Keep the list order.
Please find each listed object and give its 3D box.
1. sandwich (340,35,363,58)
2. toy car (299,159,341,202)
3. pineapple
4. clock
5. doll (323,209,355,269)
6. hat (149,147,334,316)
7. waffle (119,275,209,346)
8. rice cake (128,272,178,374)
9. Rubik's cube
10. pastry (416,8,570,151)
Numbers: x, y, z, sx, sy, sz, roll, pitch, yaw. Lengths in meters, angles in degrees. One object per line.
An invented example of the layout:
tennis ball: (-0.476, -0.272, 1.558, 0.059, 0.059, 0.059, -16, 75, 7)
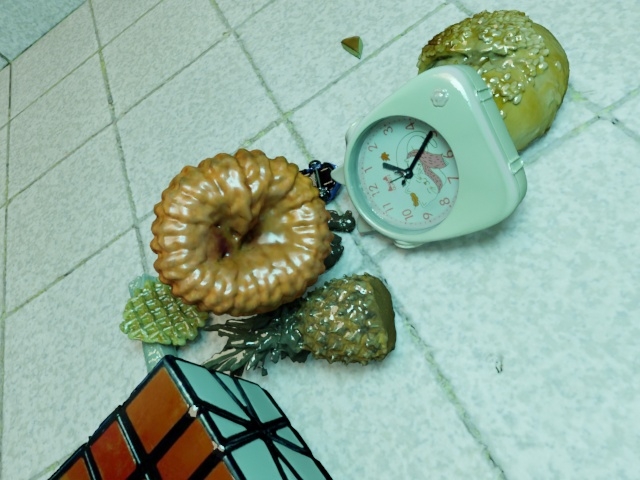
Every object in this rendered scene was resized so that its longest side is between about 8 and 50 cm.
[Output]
sandwich: (0.089, -0.504, 1.152, 0.044, 0.031, 0.083, -46, 56, 4)
toy car: (-0.051, -0.105, 0.995, 0.216, 0.063, 0.103, -18, 58, 11)
pineapple: (-0.050, 0.156, 0.803, 0.364, 0.165, 0.166, -13, 59, 23)
clock: (0.165, -0.126, 0.792, 0.324, 0.108, 0.265, -21, 97, 42)
doll: (0.000, 0.000, 0.921, 0.165, 0.057, 0.139, -24, 53, 8)
hat: (-0.166, -0.030, 0.814, 0.285, 0.285, 0.400, -54, 25, -7)
waffle: (-0.330, 0.149, 0.968, 0.183, 0.036, 0.169, 10, 47, 1)
rice cake: (-0.354, 0.217, 0.977, 0.063, 0.066, 0.336, -36, 55, 11)
Rubik's cube: (-0.175, 0.388, 0.663, 0.283, 0.288, 0.293, -44, 52, -2)
pastry: (0.309, -0.306, 0.842, 0.284, 0.184, 0.316, 16, 72, 31)
